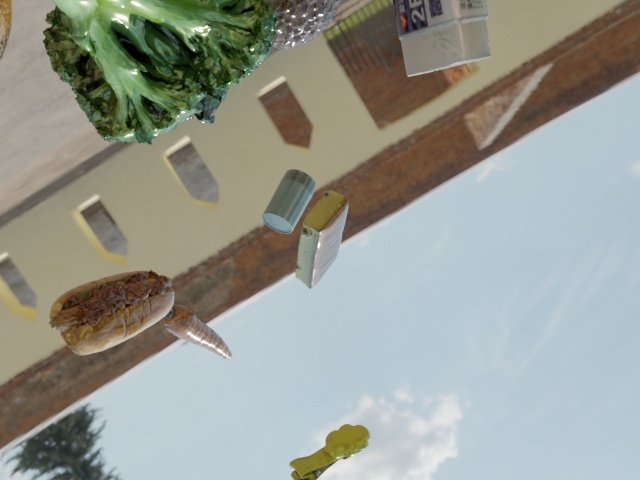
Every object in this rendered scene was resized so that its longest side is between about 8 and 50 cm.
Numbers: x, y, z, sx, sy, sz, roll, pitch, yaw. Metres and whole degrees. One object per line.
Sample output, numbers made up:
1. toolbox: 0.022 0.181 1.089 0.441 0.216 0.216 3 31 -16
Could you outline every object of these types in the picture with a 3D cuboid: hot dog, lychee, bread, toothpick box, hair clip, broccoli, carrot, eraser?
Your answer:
1. hot dog: -0.299 0.097 1.084 0.076 0.102 0.249 -40 172 28
2. lychee: -0.058 -0.432 1.271 0.200 0.200 0.238 -38 -175 -34
3. bread: 0.000 0.000 2.014 0.138 0.077 0.361 -50 167 -25
4. toothpick box: -0.046 -0.057 1.074 0.052 0.052 0.083 -18 -140 56
5. hair clip: 0.021 0.397 1.380 0.173 0.046 0.072 -25 -144 -27
6. broccoli: -0.191 -0.247 0.728 0.254 0.269 0.269 -42 -172 10
7. carrot: -0.281 0.224 1.725 0.069 0.336 0.069 -11 -121 19
8. eraser: 0.149 -0.331 0.957 0.068 0.210 0.124 -17 -169 -31

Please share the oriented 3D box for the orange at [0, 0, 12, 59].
1. orange: -0.482 -0.282 0.836 0.264 0.264 0.264 -31 -171 6
